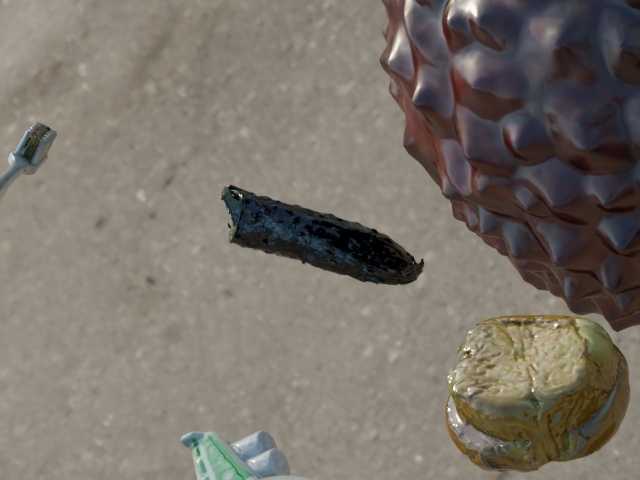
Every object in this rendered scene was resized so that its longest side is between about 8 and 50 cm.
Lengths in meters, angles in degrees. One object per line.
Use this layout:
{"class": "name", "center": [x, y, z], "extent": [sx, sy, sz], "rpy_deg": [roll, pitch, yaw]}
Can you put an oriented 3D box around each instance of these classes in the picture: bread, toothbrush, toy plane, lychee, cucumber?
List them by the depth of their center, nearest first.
{"class": "bread", "center": [0.093, 0.064, 0.643], "extent": [0.083, 0.046, 0.081], "rpy_deg": [-26, 32, -3]}
{"class": "toy plane", "center": [-0.065, 0.181, 0.850], "extent": [0.174, 0.080, 0.174], "rpy_deg": [-22, 41, 21]}
{"class": "toothbrush", "center": [-0.210, -0.020, 0.907], "extent": [0.030, 0.025, 0.342], "rpy_deg": [-60, 6, 17]}
{"class": "lychee", "center": [0.243, -0.170, 1.039], "extent": [0.425, 0.425, 0.499], "rpy_deg": [-30, 69, 24]}
{"class": "cucumber", "center": [0.000, 0.000, 1.247], "extent": [0.053, 0.182, 0.053], "rpy_deg": [-163, 90, -87]}
